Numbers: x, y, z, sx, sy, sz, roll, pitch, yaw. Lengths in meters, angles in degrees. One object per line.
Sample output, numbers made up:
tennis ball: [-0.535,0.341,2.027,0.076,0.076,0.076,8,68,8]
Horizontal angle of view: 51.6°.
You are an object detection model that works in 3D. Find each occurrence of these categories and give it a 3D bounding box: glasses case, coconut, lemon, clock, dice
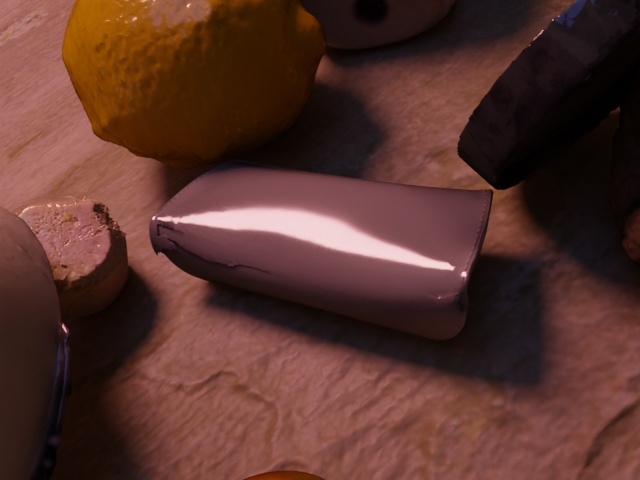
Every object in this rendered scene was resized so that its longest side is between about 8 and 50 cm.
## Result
glasses case: [0.001,-0.002,0.579,0.308,0.083,0.128,12,54,31]
coconut: [-0.248,0.018,0.653,0.116,0.122,0.116,6,68,-14]
lemon: [-0.131,-0.193,0.690,0.288,0.233,0.233,1,55,20]
clock: [0.200,-0.122,0.503,0.215,0.215,0.042,-37,74,-7]
dice: [0.050,-0.349,0.757,0.194,0.191,0.193,-7,50,17]

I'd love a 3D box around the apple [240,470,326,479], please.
apple: [-0.026,0.196,0.419,0.114,0.102,0.099,3,54,34]

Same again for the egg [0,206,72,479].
egg: [-0.414,0.095,0.449,0.355,0.340,0.354,-11,70,33]

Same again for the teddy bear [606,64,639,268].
teddy bear: [0.305,-0.054,0.466,0.190,0.140,0.177,-2,84,12]
